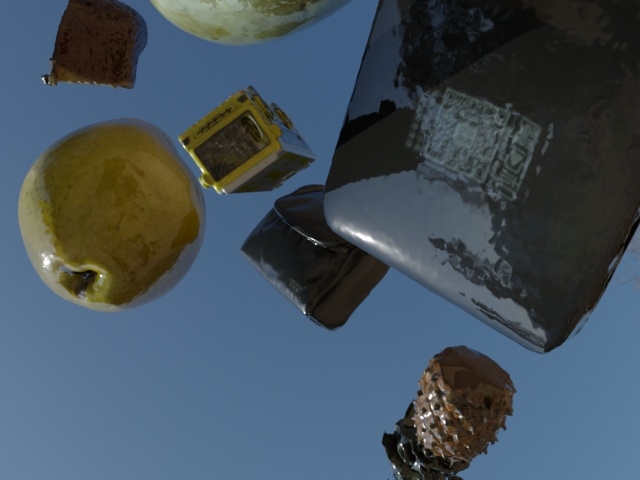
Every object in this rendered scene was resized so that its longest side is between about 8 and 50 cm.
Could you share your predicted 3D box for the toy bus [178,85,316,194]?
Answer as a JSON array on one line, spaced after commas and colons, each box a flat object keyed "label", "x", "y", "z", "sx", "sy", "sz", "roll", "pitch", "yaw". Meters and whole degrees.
[{"label": "toy bus", "x": -0.064, "y": -0.090, "z": 0.611, "sx": 0.081, "sy": 0.226, "sz": 0.074, "roll": -33, "pitch": -89, "yaw": 7}]

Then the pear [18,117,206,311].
[{"label": "pear", "x": -0.409, "y": -0.054, "z": 1.268, "sx": 0.361, "sy": 0.419, "sz": 0.363, "roll": 0, "pitch": -46, "yaw": 0}]

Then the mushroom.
[{"label": "mushroom", "x": -0.063, "y": -0.392, "z": 0.762, "sx": 0.352, "sy": 0.352, "sz": 0.260, "roll": -39, "pitch": -66, "yaw": -16}]

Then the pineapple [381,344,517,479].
[{"label": "pineapple", "x": 0.185, "y": 0.348, "z": 1.042, "sx": 0.165, "sy": 0.165, "sz": 0.365, "roll": 1, "pitch": -57, "yaw": -32}]

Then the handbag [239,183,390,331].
[{"label": "handbag", "x": -0.002, "y": -0.001, "z": 1.312, "sx": 0.177, "sy": 0.302, "sz": 0.275, "roll": 35, "pitch": -88, "yaw": -44}]

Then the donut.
[{"label": "donut", "x": -0.342, "y": -0.308, "z": 0.976, "sx": 0.126, "sy": 0.187, "sz": 0.144, "roll": 11, "pitch": -71, "yaw": -14}]

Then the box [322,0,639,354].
[{"label": "box", "x": 0.142, "y": -0.088, "z": 0.534, "sx": 0.073, "sy": 0.288, "sz": 0.290, "roll": -11, "pitch": -55, "yaw": -49}]
